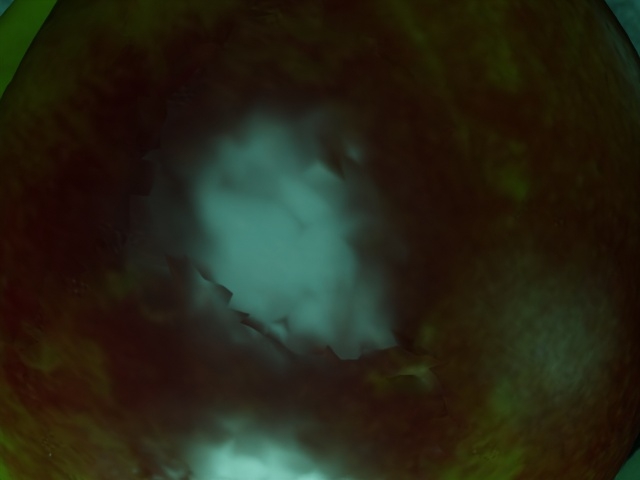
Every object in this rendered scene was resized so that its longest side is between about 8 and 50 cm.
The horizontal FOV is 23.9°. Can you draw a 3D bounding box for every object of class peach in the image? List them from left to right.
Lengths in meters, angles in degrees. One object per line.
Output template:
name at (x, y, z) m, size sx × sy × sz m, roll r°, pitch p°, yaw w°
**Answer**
peach at (0.000, 0.000, 0.735) m, size 0.388 × 0.388 × 0.388 m, roll 1°, pitch 102°, yaw 4°

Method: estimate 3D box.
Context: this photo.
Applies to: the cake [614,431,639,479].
cake at (0.252, 0.212, 0.823) m, size 0.172 × 0.158 × 0.283 m, roll -37°, pitch 83°, yaw 17°
